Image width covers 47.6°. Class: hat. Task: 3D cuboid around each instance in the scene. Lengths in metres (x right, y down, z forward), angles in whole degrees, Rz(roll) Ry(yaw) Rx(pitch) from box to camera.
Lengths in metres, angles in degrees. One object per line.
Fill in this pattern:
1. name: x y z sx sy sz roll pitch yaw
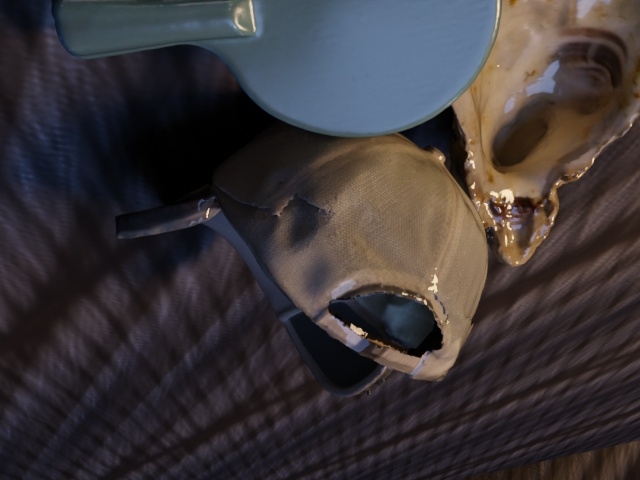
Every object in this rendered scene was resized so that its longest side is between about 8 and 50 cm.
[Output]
1. hat: -0.006 0.003 0.528 0.232 0.161 0.275 45 154 -25

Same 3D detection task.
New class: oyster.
1. oyster: 0.139 -0.094 0.482 0.161 0.107 0.233 1 134 2

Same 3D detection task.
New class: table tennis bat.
1. table tennis bat: -0.025 -0.122 0.384 0.237 0.038 0.149 -3 124 6
